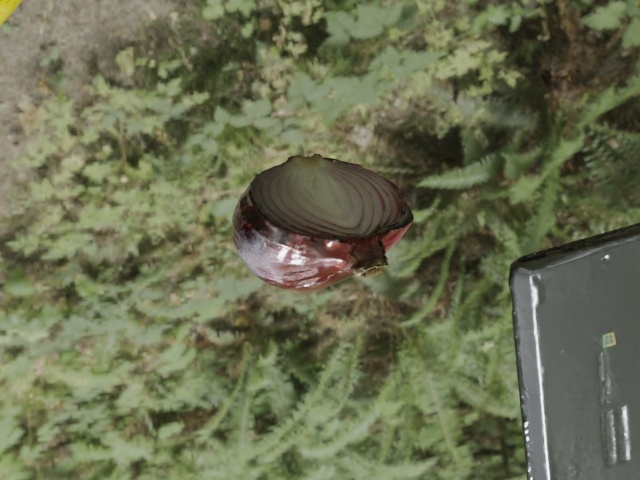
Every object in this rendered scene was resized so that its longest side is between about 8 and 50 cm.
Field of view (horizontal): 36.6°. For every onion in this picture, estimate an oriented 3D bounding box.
[{"bbox_3d":[0.000,0.000,0.931,0.206,0.151,0.098,-5,138,-42],"label":"onion"}]

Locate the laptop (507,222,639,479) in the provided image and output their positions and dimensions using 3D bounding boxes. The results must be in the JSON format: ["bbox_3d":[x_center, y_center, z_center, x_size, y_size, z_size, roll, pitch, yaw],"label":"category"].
[{"bbox_3d":[0.175,0.083,0.547,0.135,0.016,0.197,-16,114,-10],"label":"laptop"}]

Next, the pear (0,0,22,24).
[{"bbox_3d":[-0.549,-0.388,1.182,0.418,0.362,0.362,-11,148,-16],"label":"pear"}]
